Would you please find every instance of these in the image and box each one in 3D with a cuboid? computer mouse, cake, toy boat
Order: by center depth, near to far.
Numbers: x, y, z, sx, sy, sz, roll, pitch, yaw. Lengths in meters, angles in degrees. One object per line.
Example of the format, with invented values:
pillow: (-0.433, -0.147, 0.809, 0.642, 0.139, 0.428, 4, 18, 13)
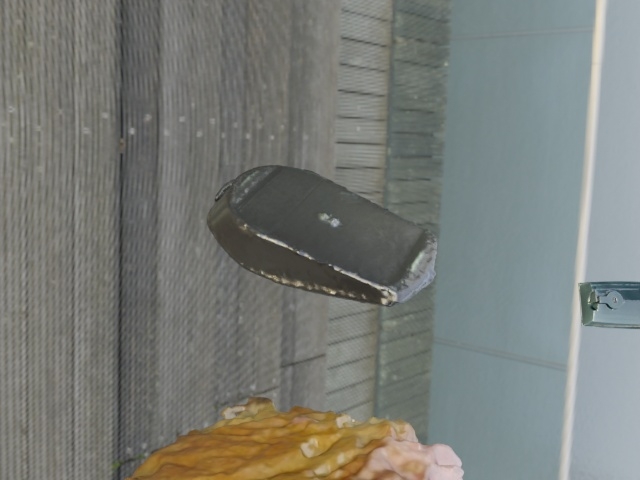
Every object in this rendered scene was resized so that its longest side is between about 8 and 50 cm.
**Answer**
cake: (-0.027, 0.334, 0.682, 0.314, 0.293, 0.307, -20, 104, -56)
toy boat: (0.373, 0.076, 0.921, 0.060, 0.141, 0.055, 108, -17, -74)
computer mouse: (-0.002, 0.004, 0.971, 0.168, 0.295, 0.087, -48, 158, -51)
